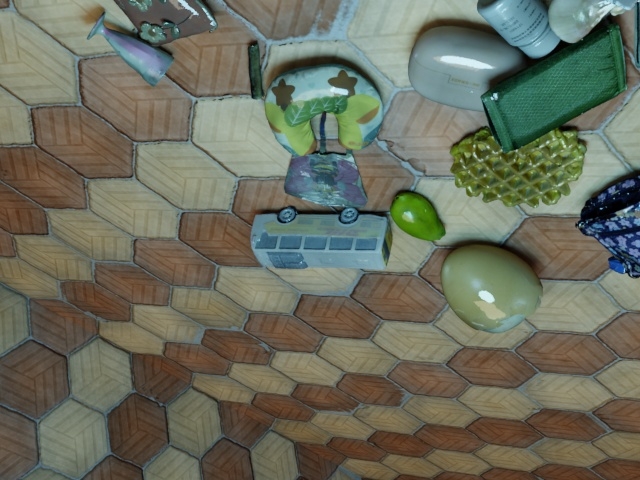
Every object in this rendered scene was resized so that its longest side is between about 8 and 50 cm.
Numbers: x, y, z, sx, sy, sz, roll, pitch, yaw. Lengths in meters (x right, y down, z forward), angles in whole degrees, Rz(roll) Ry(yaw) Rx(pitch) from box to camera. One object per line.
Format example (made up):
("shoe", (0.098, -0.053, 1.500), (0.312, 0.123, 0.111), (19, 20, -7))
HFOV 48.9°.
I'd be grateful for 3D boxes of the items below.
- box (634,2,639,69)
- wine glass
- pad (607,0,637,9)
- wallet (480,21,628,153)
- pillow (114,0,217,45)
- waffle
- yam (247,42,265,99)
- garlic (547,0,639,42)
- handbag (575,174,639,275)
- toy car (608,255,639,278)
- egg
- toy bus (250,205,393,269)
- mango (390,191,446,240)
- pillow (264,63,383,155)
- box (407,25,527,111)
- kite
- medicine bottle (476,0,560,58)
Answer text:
("box", (0.547, -0.307, 1.075), (0.124, 0.092, 0.172), (-2, 143, 24))
("wine glass", (-0.368, -0.369, 1.363), (0.155, 0.073, 0.073), (31, 143, -23))
("pad", (0.366, -0.422, 0.964), (0.211, 0.003, 0.142), (30, 126, 10))
("wallet", (0.390, -0.251, 1.173), (0.236, 0.055, 0.160), (-29, 144, 9))
("pillow", (-0.294, -0.425, 1.250), (0.172, 0.075, 0.179), (-7, 139, 30))
("waffle", (0.384, -0.152, 1.397), (0.253, 0.056, 0.249), (15, 146, 2))
("yam", (-0.126, -0.332, 1.366), (0.027, 0.033, 0.129), (34, 148, 22))
("garlic", (0.407, -0.366, 1.030), (0.124, 0.099, 0.174), (25, 129, -3))
("handbag", (0.645, -0.037, 1.397), (0.208, 0.126, 0.229), (38, 141, -21))
("toy car", (0.738, 0.047, 1.522), (0.216, 0.103, 0.063), (6, 105, 17))
("egg", (0.392, 0.109, 1.646), (0.244, 0.201, 0.201), (36, 143, -6))
("toy bus", (0.000, 0.000, 1.694), (0.343, 0.138, 0.097), (0, 146, 18))
("mango", (0.224, -0.045, 1.596), (0.165, 0.074, 0.091), (37, 139, -29))
("pillow", (0.007, -0.250, 1.368), (0.234, 0.086, 0.214), (-5, 142, 13))
("box", (0.251, -0.294, 1.213), (0.200, 0.088, 0.146), (12, 145, 2))
("kite", (0.003, -0.181, 1.536), (0.204, 0.022, 0.360), (9, 146, 10))
("medicine bottle", (0.317, -0.352, 1.111), (0.130, 0.080, 0.080), (33, 142, -26))
